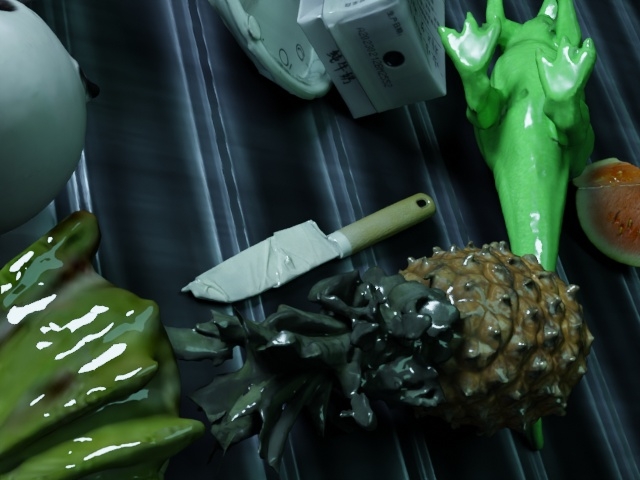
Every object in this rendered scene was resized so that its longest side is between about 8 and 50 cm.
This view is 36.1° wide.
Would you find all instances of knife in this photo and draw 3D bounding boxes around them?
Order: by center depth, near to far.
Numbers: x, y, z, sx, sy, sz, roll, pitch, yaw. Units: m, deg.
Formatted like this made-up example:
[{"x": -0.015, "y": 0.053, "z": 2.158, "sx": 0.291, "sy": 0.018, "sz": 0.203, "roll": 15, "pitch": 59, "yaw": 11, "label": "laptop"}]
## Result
[{"x": -0.001, "y": 0.001, "z": 0.820, "sx": 0.297, "sy": 0.017, "sz": 0.047, "roll": -25, "pitch": 77, "yaw": -43, "label": "knife"}]

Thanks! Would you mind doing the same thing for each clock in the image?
[{"x": -0.054, "y": -0.234, "z": 0.882, "sx": 0.236, "sy": 0.053, "sz": 0.237, "roll": 40, "pitch": 43, "yaw": -51, "label": "clock"}]

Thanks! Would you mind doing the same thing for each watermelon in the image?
[{"x": 0.343, "y": -0.035, "z": 1.083, "sx": 0.135, "sy": 0.094, "sz": 0.125, "roll": 58, "pitch": 34, "yaw": 2, "label": "watermelon"}]

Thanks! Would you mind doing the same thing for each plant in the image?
[{"x": -0.193, "y": 0.123, "z": 0.466, "sx": 0.333, "sy": 0.180, "sz": 0.251, "roll": -13, "pitch": 60, "yaw": -41, "label": "plant"}]

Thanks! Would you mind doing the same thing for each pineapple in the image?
[{"x": 0.039, "y": 0.079, "z": 0.694, "sx": 0.364, "sy": 0.165, "sz": 0.166, "roll": -1, "pitch": 62, "yaw": -42, "label": "pineapple"}]

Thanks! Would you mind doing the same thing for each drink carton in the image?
[{"x": 0.055, "y": -0.244, "z": 0.939, "sx": 0.134, "sy": 0.101, "sz": 0.222, "roll": 57, "pitch": 29, "yaw": -46, "label": "drink carton"}]

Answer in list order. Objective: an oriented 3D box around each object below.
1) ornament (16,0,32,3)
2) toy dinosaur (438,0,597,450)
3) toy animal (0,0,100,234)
[{"x": -0.243, "y": -0.255, "z": 0.683, "sx": 0.177, "sy": 0.177, "sz": 0.178, "roll": 22, "pitch": 49, "yaw": -28, "label": "ornament"}, {"x": 0.219, "y": -0.058, "z": 1.027, "sx": 0.374, "sy": 0.143, "sz": 0.500, "roll": 9, "pitch": 82, "yaw": -72, "label": "toy dinosaur"}, {"x": -0.238, "y": -0.053, "z": 0.540, "sx": 0.235, "sy": 0.187, "sz": 0.165, "roll": -58, "pitch": 144, "yaw": -42, "label": "toy animal"}]
